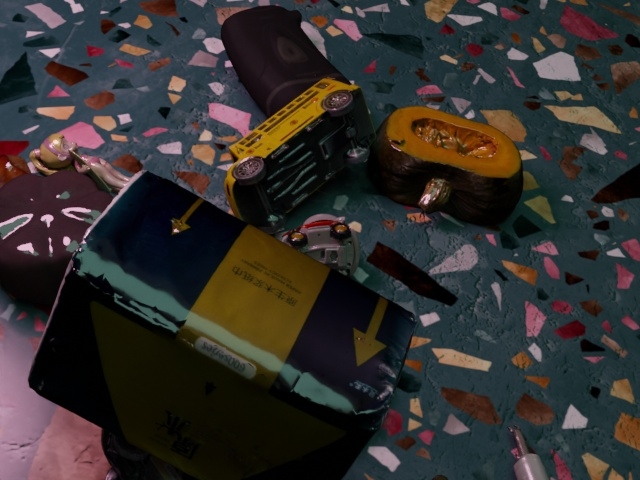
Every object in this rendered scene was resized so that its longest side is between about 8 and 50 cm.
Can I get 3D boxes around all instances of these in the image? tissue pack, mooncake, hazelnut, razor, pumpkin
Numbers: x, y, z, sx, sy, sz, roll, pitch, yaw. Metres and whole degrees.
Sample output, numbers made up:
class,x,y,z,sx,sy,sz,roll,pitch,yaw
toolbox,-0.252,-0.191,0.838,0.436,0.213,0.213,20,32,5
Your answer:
class,x,y,z,sx,sy,sz,roll,pitch,yaw
tissue pack,-0.118,0.139,1.193,0.416,0.264,0.253,28,38,-2
mooncake,-0.444,-0.008,1.566,0.244,0.133,0.245,2,48,-2
hazelnut,-0.554,-0.112,1.667,0.086,0.086,0.086,7,48,-8
razor,-0.067,-0.357,1.972,0.204,0.113,0.349,-15,53,-27
pumpkin,0.248,-0.138,1.847,0.317,0.139,0.222,20,44,0

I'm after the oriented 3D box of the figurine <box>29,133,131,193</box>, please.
class,x,y,z,sx,sy,sz,roll,pitch,yaw
figurine,-0.442,-0.135,1.725,0.187,0.083,0.083,24,47,-9

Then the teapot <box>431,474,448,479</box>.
class,x,y,z,sx,sy,sz,roll,pitch,yaw
teapot,0.162,0.446,1.281,0.185,0.175,0.268,11,48,-7

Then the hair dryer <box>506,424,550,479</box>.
class,x,y,z,sx,sy,sz,roll,pitch,yaw
hair dryer,0.357,0.419,1.416,0.173,0.108,0.357,3,42,-15

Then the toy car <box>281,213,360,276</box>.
class,x,y,z,sx,sy,sz,roll,pitch,yaw
toy car,0.000,0.000,1.691,0.139,0.112,0.112,1,34,-1

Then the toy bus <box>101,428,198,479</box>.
class,x,y,z,sx,sy,sz,roll,pitch,yaw
toy bus,-0.148,0.357,1.287,0.201,0.177,0.365,-24,62,-34

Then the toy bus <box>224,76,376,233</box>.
class,x,y,z,sx,sy,sz,roll,pitch,yaw
toy bus,-0.056,-0.162,1.752,0.330,0.144,0.152,-40,44,-20
